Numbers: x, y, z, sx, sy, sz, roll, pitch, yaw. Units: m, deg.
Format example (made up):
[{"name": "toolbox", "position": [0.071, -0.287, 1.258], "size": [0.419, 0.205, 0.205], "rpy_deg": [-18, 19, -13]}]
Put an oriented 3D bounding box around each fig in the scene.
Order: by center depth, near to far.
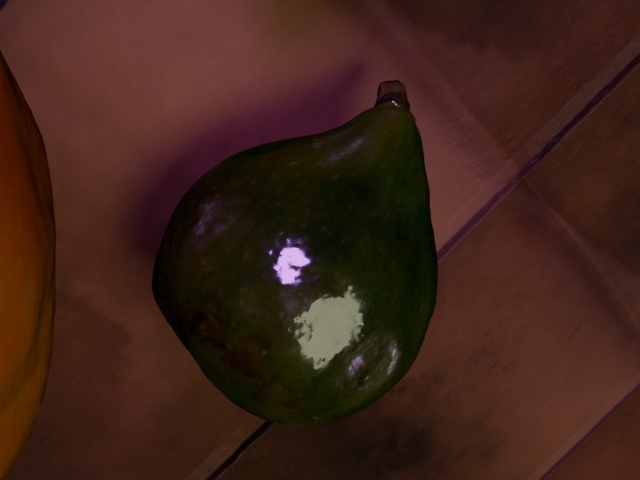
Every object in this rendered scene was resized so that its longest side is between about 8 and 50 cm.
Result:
[{"name": "fig", "position": [0.000, 0.000, 0.843], "size": [0.195, 0.195, 0.245], "rpy_deg": [26, 99, -49]}]

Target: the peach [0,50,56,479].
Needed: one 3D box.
[{"name": "peach", "position": [-0.272, 0.004, 0.522], "size": [0.302, 0.342, 0.343], "rpy_deg": [-68, 166, -47]}]
